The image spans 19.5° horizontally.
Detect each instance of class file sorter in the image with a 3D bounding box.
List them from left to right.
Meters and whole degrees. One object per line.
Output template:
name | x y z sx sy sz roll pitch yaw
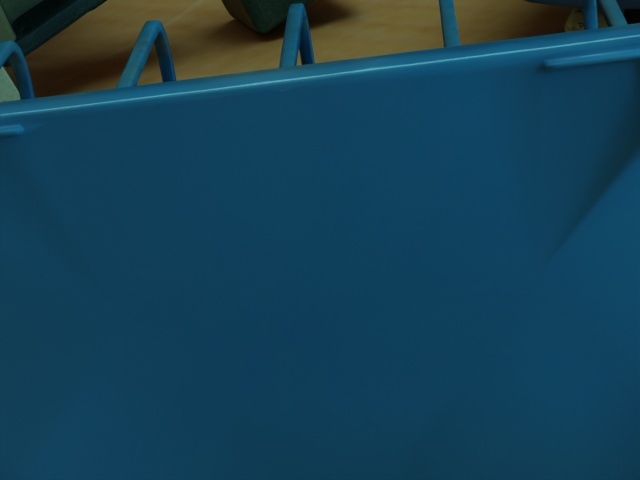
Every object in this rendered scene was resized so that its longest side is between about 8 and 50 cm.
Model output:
file sorter | 0.000 0.000 0.476 0.170 0.118 0.104 -7 22 5

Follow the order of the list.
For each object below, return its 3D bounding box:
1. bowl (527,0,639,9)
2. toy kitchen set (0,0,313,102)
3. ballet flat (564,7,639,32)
bowl | 0.238 -0.153 0.675 0.391 0.077 0.391 -9 13 2
toy kitchen set | -0.073 -0.088 0.732 0.207 0.122 0.166 -36 31 -9
ballet flat | 0.176 -0.086 0.677 0.173 0.049 0.057 0 25 13
